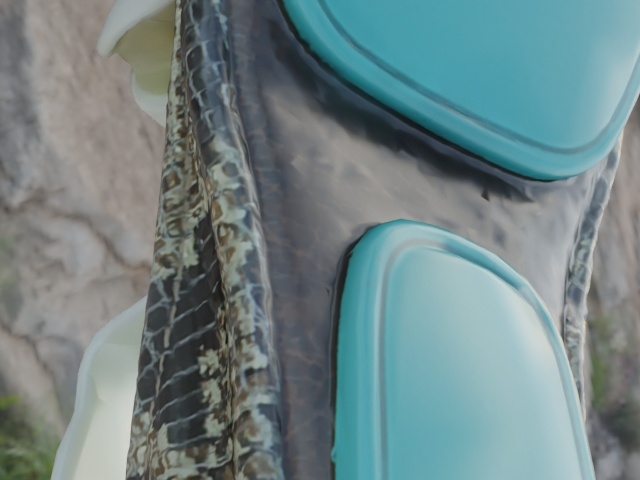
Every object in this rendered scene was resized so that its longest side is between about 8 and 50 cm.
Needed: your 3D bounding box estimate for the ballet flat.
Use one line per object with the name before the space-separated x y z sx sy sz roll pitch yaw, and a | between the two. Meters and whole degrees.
ballet flat | 0.000 0.000 0.429 0.164 0.182 0.483 27 58 -36
